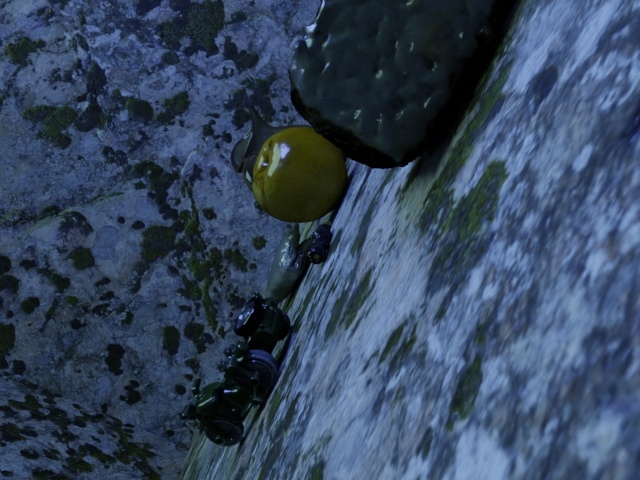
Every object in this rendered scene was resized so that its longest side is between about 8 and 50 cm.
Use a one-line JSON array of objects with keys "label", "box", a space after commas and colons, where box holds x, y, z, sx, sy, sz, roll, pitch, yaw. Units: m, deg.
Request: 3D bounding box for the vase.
[{"label": "vase", "box": [-0.105, -0.200, 1.831, 0.329, 0.302, 0.241, -75, 11, -55]}]

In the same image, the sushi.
[{"label": "sushi", "box": [0.086, -0.249, 0.695, 0.182, 0.196, 0.344, -118, 52, -77]}]

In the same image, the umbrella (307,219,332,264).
[{"label": "umbrella", "box": [0.000, 0.000, 1.290, 0.144, 0.040, 0.037, -73, 0, -62]}]

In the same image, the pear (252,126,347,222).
[{"label": "pear", "box": [-0.039, -0.138, 1.456, 0.209, 0.208, 0.209, -155, 90, -85]}]

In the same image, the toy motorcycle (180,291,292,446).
[{"label": "toy motorcycle", "box": [-0.148, 0.233, 1.232, 0.275, 0.127, 0.205, -59, 11, 30]}]

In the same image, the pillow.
[{"label": "pillow", "box": [-0.078, 0.063, 1.577, 0.181, 0.077, 0.134, 119, 173, -51]}]
